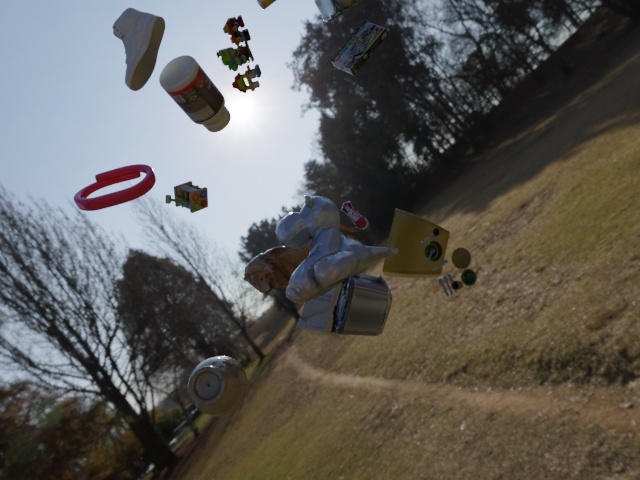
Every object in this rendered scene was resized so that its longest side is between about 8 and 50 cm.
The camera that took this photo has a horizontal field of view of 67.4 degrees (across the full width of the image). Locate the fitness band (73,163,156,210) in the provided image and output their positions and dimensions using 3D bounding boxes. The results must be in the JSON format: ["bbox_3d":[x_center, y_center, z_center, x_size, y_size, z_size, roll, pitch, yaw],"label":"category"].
[{"bbox_3d":[-0.737,-0.194,1.723,0.291,0.054,0.209,-17,36,-4],"label":"fitness band"}]

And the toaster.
[{"bbox_3d":[0.126,0.205,1.475,0.129,0.146,0.227,-107,27,-66],"label":"toaster"}]

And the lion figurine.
[{"bbox_3d":[-0.056,0.036,1.576,0.392,0.240,0.142,-49,28,9],"label":"lion figurine"}]

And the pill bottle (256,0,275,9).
[{"bbox_3d":[-0.170,-0.811,1.598,0.083,0.043,0.043,-35,-1,5],"label":"pill bottle"}]

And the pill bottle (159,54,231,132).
[{"bbox_3d":[-0.515,-0.605,2.029,0.176,0.176,0.318,-40,-34,0],"label":"pill bottle"}]

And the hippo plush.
[{"bbox_3d":[0.000,0.000,1.216,0.294,0.236,0.234,-30,-9,14],"label":"hippo plush"}]

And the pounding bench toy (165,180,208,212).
[{"bbox_3d":[-0.313,-0.097,1.128,0.083,0.065,0.052,-31,-45,-47],"label":"pounding bench toy"}]

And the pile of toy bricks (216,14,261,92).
[{"bbox_3d":[-0.260,-0.559,1.443,0.105,0.212,0.118,-9,43,12],"label":"pile of toy bricks"}]

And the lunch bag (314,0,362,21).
[{"bbox_3d":[0.075,-1.046,1.896,0.213,0.256,0.305,-31,20,-3],"label":"lunch bag"}]

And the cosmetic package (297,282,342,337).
[{"bbox_3d":[0.031,0.252,2.084,0.160,0.113,0.309,0,66,39],"label":"cosmetic package"}]

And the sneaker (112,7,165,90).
[{"bbox_3d":[-0.717,-0.730,1.826,0.108,0.169,0.292,-5,-62,-80],"label":"sneaker"}]

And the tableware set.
[{"bbox_3d":[0.284,0.042,1.073,0.024,0.154,0.104,1,-30,-43],"label":"tableware set"}]

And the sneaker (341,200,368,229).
[{"bbox_3d":[0.107,-0.082,1.531,0.042,0.067,0.118,-44,39,5],"label":"sneaker"}]

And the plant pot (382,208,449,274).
[{"bbox_3d":[0.329,0.030,1.629,0.212,0.187,0.212,36,-114,-76],"label":"plant pot"}]

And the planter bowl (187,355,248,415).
[{"bbox_3d":[-0.287,0.389,1.287,0.162,0.162,0.109,-40,-19,-6],"label":"planter bowl"}]

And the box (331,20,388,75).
[{"bbox_3d":[0.149,-0.738,1.838,0.207,0.114,0.036,-51,-34,-2],"label":"box"}]
